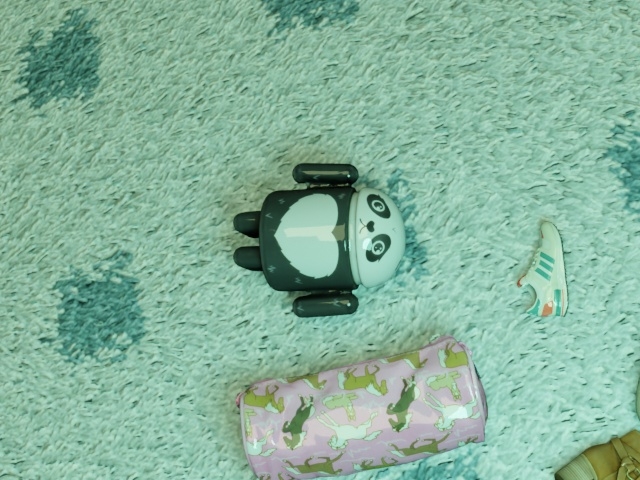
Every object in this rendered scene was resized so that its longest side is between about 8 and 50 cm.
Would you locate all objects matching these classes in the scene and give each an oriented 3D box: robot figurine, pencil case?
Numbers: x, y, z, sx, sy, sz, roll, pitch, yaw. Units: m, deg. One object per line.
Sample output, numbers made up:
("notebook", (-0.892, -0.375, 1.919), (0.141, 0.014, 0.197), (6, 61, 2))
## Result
("robot figurine", (0.000, -0.002, 1.674), (0.278, 0.209, 0.173), (-2, 31, 12))
("pencil case", (0.061, 0.266, 1.583), (0.386, 0.160, 0.167), (-15, 36, 7))

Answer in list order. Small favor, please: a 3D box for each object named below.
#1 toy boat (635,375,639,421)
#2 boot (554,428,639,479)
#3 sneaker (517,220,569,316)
("toy boat", (0.630, 0.185, 1.512), (0.268, 0.148, 0.318), (21, 85, 23))
("boot", (0.457, 0.378, 1.492), (0.152, 0.073, 0.197), (-25, 61, -13))
("sneaker", (0.353, 0.047, 1.648), (0.075, 0.057, 0.161), (-5, 73, 4))
